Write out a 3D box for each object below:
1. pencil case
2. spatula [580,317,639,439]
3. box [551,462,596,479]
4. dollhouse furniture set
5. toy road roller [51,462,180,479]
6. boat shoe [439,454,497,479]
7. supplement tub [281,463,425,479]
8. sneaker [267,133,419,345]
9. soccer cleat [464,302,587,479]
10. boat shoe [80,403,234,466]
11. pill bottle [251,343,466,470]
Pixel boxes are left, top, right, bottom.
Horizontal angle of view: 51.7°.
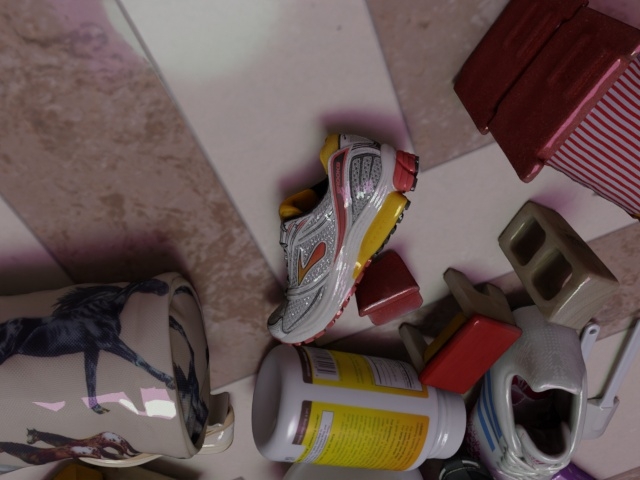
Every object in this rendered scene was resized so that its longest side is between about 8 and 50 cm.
[{"bbox_3d":[-0.292,0.136,0.570,0.410,0.160,0.183,-8,138,-6],"label":"pencil case"},{"bbox_3d":[0.317,0.182,0.834,0.168,0.019,0.242,0,126,-6],"label":"spatula"},{"bbox_3d":[0.274,0.434,0.987,0.293,0.057,0.201,-41,124,19],"label":"box"},{"bbox_3d":[0.168,0.001,0.573,0.201,0.152,0.374,20,120,-25],"label":"dollhouse furniture set"},{"bbox_3d":[-0.268,0.433,0.747,0.202,0.240,0.329,32,114,-31],"label":"toy road roller"},{"bbox_3d":[0.198,0.325,0.814,0.084,0.079,0.233,-29,142,5],"label":"boat shoe"},{"bbox_3d":[0.073,0.383,0.818,0.191,0.191,0.272,-25,127,6],"label":"supplement tub"},{"bbox_3d":[0.000,0.000,0.593,0.093,0.088,0.225,25,119,-5],"label":"sneaker"},{"bbox_3d":[0.231,0.223,0.755,0.116,0.143,0.331,-4,126,5],"label":"soccer cleat"},{"bbox_3d":[-0.174,0.197,0.708,0.170,0.063,0.059,-1,125,-24],"label":"boat shoe"},{"bbox_3d":[0.043,0.181,0.705,0.215,0.117,0.117,12,123,-20],"label":"pill bottle"}]
